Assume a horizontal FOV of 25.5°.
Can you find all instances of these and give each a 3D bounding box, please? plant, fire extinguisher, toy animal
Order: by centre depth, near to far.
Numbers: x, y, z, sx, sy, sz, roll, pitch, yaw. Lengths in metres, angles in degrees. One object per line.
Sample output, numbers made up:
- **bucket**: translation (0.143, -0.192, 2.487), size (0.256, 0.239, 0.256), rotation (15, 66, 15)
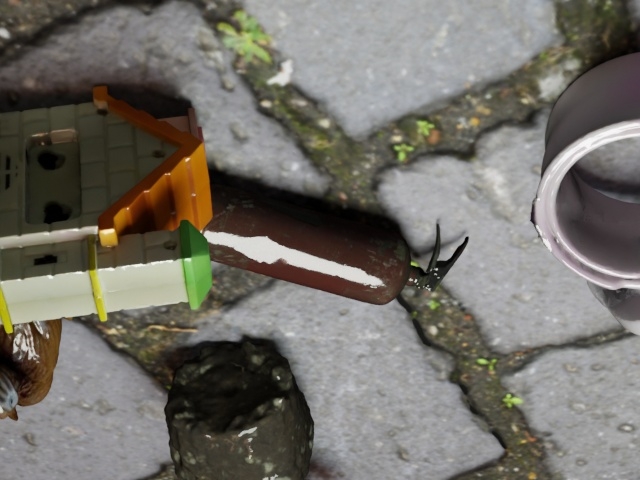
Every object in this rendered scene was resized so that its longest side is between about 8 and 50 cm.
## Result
- **fire extinguisher**: translation (0.000, 0.000, 1.287), size (0.268, 0.072, 0.089), rotation (15, 97, -14)
- **toy animal**: translation (-0.287, 0.067, 1.289), size (0.089, 0.179, 0.188), rotation (-11, 108, 9)
- **plant**: translation (-0.067, 0.232, 1.468), size (0.146, 0.149, 0.274), rotation (1, 135, 23)

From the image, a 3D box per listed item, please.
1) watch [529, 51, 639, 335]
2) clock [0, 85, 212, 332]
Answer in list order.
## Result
- **watch**: translation (0.304, -0.040, 1.164), size (0.248, 0.211, 0.217), rotation (-17, 124, 29)
- **clock**: translation (-0.217, -0.024, 1.166), size (0.255, 0.219, 0.106), rotation (-6, 136, -4)
